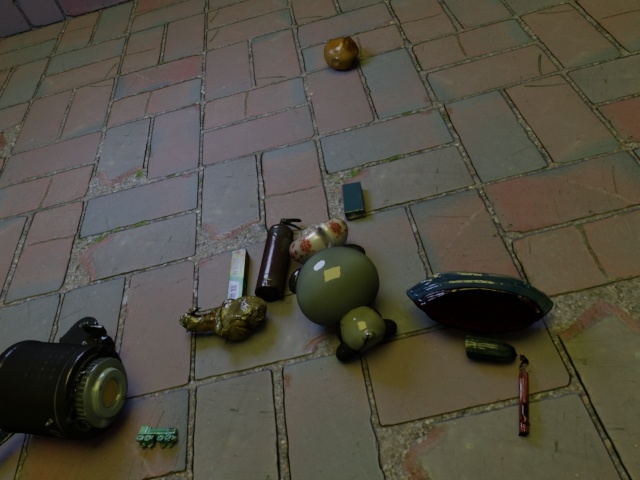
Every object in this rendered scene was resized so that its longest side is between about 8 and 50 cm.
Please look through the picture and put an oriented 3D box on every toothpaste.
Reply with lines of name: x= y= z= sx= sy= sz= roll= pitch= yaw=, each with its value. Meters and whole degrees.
toothpaste: x=-0.212 y=0.099 z=1.423 sx=0.043 sy=0.037 sz=0.179 roll=-9 pitch=47 yaw=7

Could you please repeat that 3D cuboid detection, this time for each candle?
candle: x=0.397 y=0.296 z=1.068 sx=0.021 sy=0.026 sz=0.167 roll=5 pitch=51 yaw=15

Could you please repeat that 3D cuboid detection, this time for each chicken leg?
chicken leg: x=-0.236 y=0.192 z=1.313 sx=0.227 sy=0.088 sz=0.103 roll=-12 pitch=62 yaw=5

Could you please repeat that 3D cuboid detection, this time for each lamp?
lamp: x=-0.574 y=0.333 z=1.201 sx=0.272 sy=0.205 sz=0.374 roll=13 pitch=43 yaw=31
lamp: x=0.054 y=0.130 z=1.231 sx=0.197 sy=0.198 sz=0.244 roll=-27 pitch=70 yaw=-8

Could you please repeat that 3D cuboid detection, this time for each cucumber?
cucumber: x=0.351 y=0.227 z=1.128 sx=0.105 sy=0.048 sz=0.048 roll=6 pitch=51 yaw=21

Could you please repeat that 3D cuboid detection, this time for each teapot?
teapot: x=0.000 y=0.000 z=1.367 sx=0.159 sy=0.245 sz=0.116 roll=-19 pitch=86 yaw=-19

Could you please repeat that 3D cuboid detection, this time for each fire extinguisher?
fire extinguisher: x=-0.105 y=0.036 z=1.429 sx=0.089 sy=0.072 sz=0.268 roll=14 pitch=49 yaw=-7

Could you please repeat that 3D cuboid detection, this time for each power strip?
power strip: x=0.092 y=-0.113 z=1.525 sx=0.056 sy=0.032 sz=0.123 roll=-10 pitch=47 yaw=7

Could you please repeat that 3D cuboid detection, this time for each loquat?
loquat: x=0.079 y=-0.686 z=2.001 sx=0.137 sy=0.113 sz=0.137 roll=-27 pitch=24 yaw=13

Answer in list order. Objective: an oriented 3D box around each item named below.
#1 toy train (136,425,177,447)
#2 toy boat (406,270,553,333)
toy train: x=-0.351 y=0.422 z=1.181 sx=0.092 sy=0.029 sz=0.045 roll=-5 pitch=32 yaw=8
toy boat: x=0.338 y=0.127 z=1.182 sx=0.308 sy=0.129 sz=0.142 roll=3 pitch=16 yaw=15
